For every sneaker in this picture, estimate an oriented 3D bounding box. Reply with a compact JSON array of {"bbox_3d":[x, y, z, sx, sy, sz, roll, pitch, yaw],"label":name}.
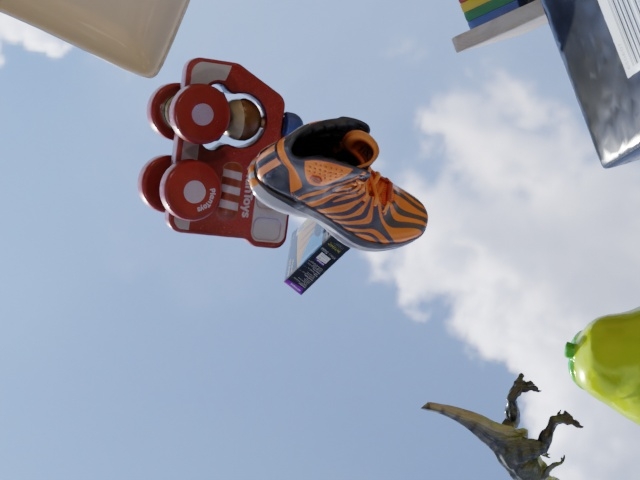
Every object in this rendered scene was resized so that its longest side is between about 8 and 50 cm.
[{"bbox_3d":[0.064,-0.084,1.977,0.321,0.180,0.125,15,-121,-29],"label":"sneaker"}]

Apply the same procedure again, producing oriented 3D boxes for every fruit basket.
[{"bbox_3d":[0.515,0.185,1.645,0.392,0.283,0.392,-26,-168,6],"label":"fruit basket"}]

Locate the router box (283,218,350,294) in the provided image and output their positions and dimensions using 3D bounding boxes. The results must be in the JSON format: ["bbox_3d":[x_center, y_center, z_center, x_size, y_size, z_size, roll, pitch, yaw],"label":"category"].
[{"bbox_3d":[0.000,0.000,2.272,0.046,0.133,0.179,39,-157,-16],"label":"router box"}]

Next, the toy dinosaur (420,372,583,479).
[{"bbox_3d":[0.257,0.245,1.657,0.268,0.118,0.064,41,-179,-28],"label":"toy dinosaur"}]

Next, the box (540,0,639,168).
[{"bbox_3d":[0.566,-0.325,1.462,0.471,0.297,0.480,-17,172,-14],"label":"box"}]

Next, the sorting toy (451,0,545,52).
[{"bbox_3d":[0.348,-0.385,1.955,0.255,0.089,0.257,-20,-178,35],"label":"sorting toy"}]

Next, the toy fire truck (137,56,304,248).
[{"bbox_3d":[-0.157,-0.147,2.184,0.254,0.302,0.169,6,-176,-25],"label":"toy fire truck"}]

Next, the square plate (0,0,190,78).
[{"bbox_3d":[-0.278,-0.392,1.451,0.347,0.344,0.049,23,169,-4],"label":"square plate"}]
